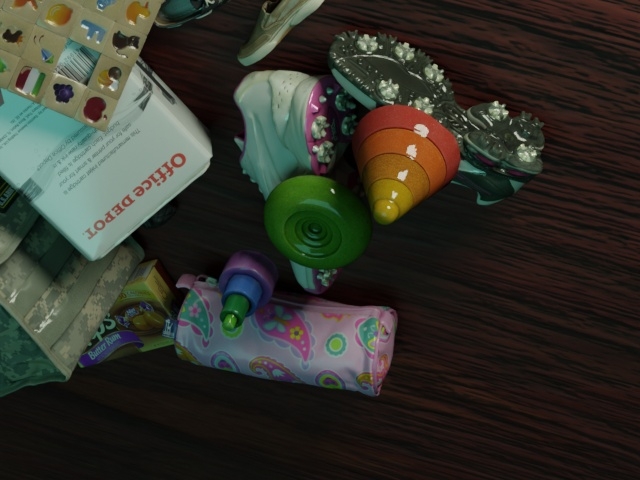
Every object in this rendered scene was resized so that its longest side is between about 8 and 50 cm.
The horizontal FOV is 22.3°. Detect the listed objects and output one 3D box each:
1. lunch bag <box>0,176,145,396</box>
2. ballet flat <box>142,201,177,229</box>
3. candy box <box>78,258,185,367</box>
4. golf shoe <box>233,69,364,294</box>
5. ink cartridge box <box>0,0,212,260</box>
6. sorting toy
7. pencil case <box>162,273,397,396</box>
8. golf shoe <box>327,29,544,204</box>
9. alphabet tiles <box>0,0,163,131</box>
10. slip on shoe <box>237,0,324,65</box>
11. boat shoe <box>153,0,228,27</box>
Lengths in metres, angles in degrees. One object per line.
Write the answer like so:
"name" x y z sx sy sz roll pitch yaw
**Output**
"lunch bag" -0.388 0.005 2.011 0.169 0.235 0.287 -17 122 37
"ballet flat" -0.236 -0.091 2.014 0.057 0.049 0.173 29 150 57
"candy box" -0.270 0.098 2.169 0.186 0.053 0.109 -16 121 29
"golf shoe" -0.028 -0.074 1.915 0.140 0.115 0.306 19 132 26
"ink cartridge box" -0.285 -0.142 1.888 0.197 0.114 0.273 -39 109 11
"sorting toy" 0.000 0.000 1.791 0.127 0.126 0.365 40 128 -16
"pencil case" -0.047 0.117 2.059 0.284 0.124 0.124 10 131 14
"golf shoe" 0.114 -0.127 1.808 0.273 0.105 0.120 31 137 -6
"alphabet tiles" -0.278 -0.265 1.777 0.198 0.009 0.237 23 93 -19
"slip on shoe" -0.051 -0.247 1.800 0.041 0.051 0.135 39 128 -21
"boat shoe" -0.138 -0.272 1.821 0.125 0.038 0.046 -15 122 30
